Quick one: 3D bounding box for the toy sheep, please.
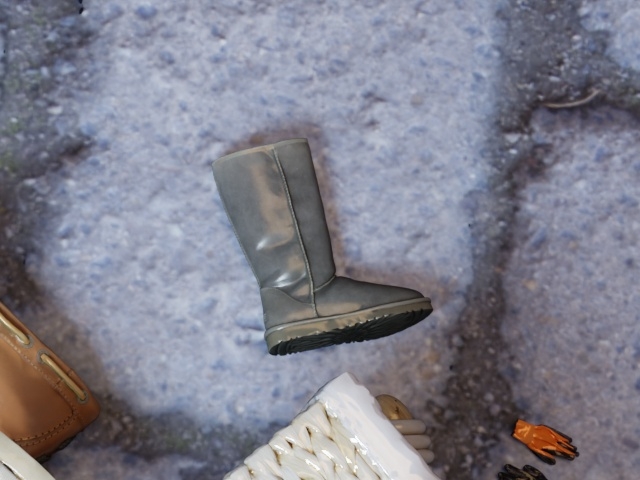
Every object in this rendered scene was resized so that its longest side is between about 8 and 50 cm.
[{"bbox_3d":[0.067,0.214,1.926,0.091,0.091,0.132,-3,87,-15],"label":"toy sheep"}]

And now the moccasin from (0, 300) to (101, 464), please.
[{"bbox_3d":[-0.347,0.036,1.850,0.147,0.139,0.380,-38,85,-22],"label":"moccasin"}]

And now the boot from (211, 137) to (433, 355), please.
[{"bbox_3d":[0.002,-0.001,1.992,0.190,0.076,0.208,-7,67,-18],"label":"boot"}]

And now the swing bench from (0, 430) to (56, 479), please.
[{"bbox_3d":[-0.319,0.319,1.697,0.165,0.255,0.253,42,68,-2],"label":"swing bench"}]

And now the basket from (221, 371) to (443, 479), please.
[{"bbox_3d":[0.004,0.347,1.732,0.266,0.328,0.331,-38,82,-20],"label":"basket"}]

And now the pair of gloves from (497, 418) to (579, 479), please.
[{"bbox_3d":[0.218,0.225,1.996,0.074,0.010,0.083,23,71,-7],"label":"pair of gloves"}]
